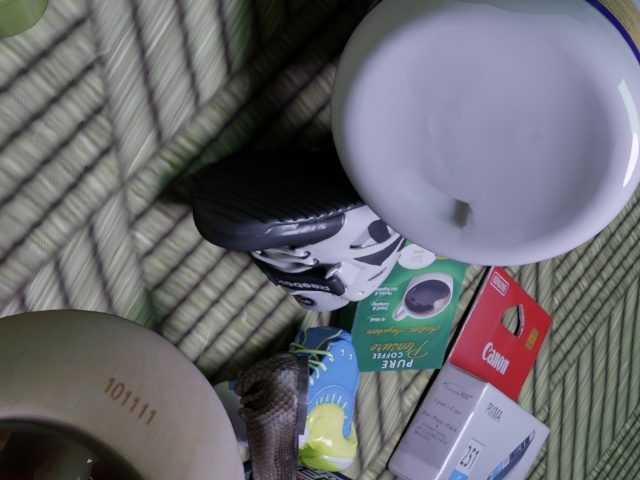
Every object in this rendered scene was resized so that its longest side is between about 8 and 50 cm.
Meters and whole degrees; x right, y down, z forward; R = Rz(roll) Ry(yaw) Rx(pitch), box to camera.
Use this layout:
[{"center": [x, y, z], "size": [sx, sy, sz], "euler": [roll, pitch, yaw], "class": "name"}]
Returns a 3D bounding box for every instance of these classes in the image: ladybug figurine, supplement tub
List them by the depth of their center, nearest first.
[{"center": [-0.231, 0.250, 1.194], "size": [0.449, 0.305, 0.162], "euler": [-55, -168, -20], "class": "ladybug figurine"}, {"center": [0.157, -0.155, 1.509], "size": [0.331, 0.241, 0.241], "euler": [-64, 165, -57], "class": "supplement tub"}]

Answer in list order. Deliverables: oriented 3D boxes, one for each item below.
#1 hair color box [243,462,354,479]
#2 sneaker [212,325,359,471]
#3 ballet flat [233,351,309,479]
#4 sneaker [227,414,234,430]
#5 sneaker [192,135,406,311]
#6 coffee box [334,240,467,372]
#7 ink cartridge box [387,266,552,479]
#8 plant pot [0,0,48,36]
[{"center": [-0.100, 0.318, 1.665], "size": [0.347, 0.105, 0.174], "euler": [-18, 128, -57], "class": "hair color box"}, {"center": [-0.031, 0.126, 1.679], "size": [0.240, 0.091, 0.126], "euler": [38, 59, -64], "class": "sneaker"}, {"center": [-0.046, 0.171, 1.523], "size": [0.250, 0.058, 0.084], "euler": [99, -8, -53], "class": "ballet flat"}, {"center": [-0.153, 0.192, 1.462], "size": [0.225, 0.093, 0.088], "euler": [-49, 151, -29], "class": "sneaker"}, {"center": [0.000, 0.000, 1.553], "size": [0.330, 0.122, 0.146], "euler": [-14, 123, -59], "class": "sneaker"}, {"center": [0.078, 0.037, 1.784], "size": [0.113, 0.040, 0.184], "euler": [-3, 118, -27], "class": "coffee box"}, {"center": [0.203, 0.185, 2.190], "size": [0.261, 0.066, 0.296], "euler": [-62, 155, -4], "class": "ink cartridge box"}, {"center": [-0.191, -0.157, 1.101], "size": [0.083, 0.083, 0.079], "euler": [-59, 168, -13], "class": "plant pot"}]
